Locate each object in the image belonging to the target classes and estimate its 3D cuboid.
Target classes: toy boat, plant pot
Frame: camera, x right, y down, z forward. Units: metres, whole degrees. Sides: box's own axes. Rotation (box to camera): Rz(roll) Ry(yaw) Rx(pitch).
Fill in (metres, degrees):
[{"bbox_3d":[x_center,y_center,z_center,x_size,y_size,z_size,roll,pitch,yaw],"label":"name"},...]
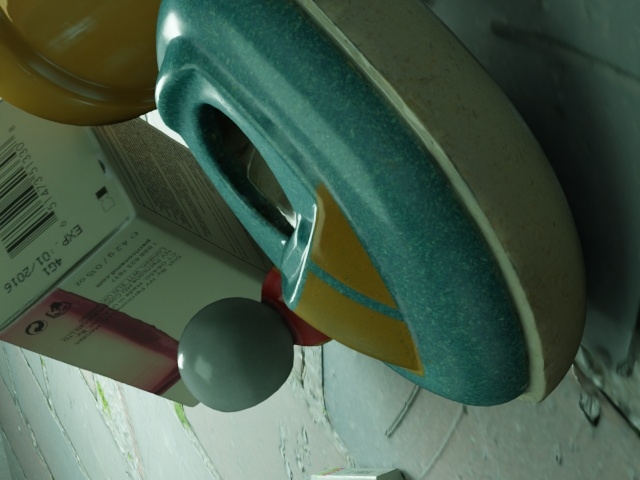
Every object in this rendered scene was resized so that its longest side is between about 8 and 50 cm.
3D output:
[{"bbox_3d":[0.000,0.000,0.730,0.267,0.148,0.318,49,161,11],"label":"toy boat"},{"bbox_3d":[-0.101,-0.181,0.817,0.188,0.205,0.205,-11,99,55],"label":"plant pot"}]

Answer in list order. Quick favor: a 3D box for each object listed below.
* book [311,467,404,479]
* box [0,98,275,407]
[{"bbox_3d":[0.036,0.214,1.052,0.144,0.035,0.096,-23,85,70],"label":"book"},{"bbox_3d":[-0.135,0.004,0.993,0.148,0.127,0.232,57,-167,31],"label":"box"}]
